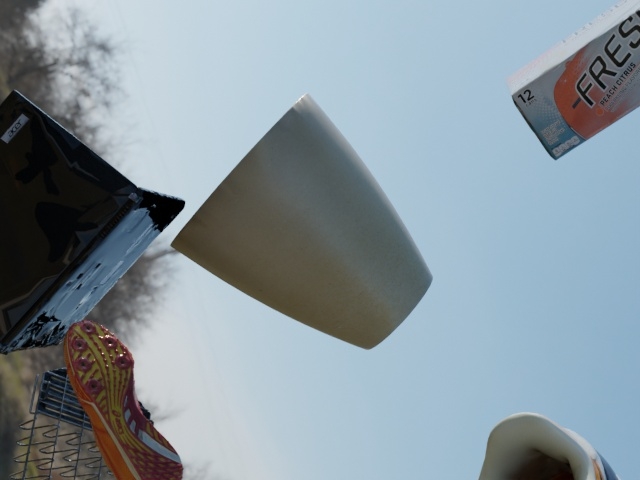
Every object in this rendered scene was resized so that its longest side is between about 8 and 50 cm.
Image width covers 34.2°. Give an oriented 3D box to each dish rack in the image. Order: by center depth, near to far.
[{"bbox_3d":[-0.320,0.310,1.353,0.208,0.074,0.271,32,50,-40],"label":"dish rack"}]

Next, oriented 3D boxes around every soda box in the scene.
[{"bbox_3d":[0.218,-0.133,0.712,0.058,0.183,0.063,52,16,-13],"label":"soda box"}]

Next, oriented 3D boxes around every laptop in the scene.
[{"bbox_3d":[-0.297,-0.008,1.100,0.136,0.234,0.264,44,5,7],"label":"laptop"}]

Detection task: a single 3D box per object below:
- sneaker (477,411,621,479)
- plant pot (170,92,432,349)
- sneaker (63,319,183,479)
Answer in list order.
[{"bbox_3d":[0.120,0.256,0.637,0.127,0.126,0.321,49,39,-32],"label":"sneaker"},{"bbox_3d":[0.000,0.000,1.305,0.274,0.256,0.256,41,-16,-3],"label":"plant pot"},{"bbox_3d":[-0.183,0.153,0.905,0.067,0.064,0.175,-36,-104,46],"label":"sneaker"}]
